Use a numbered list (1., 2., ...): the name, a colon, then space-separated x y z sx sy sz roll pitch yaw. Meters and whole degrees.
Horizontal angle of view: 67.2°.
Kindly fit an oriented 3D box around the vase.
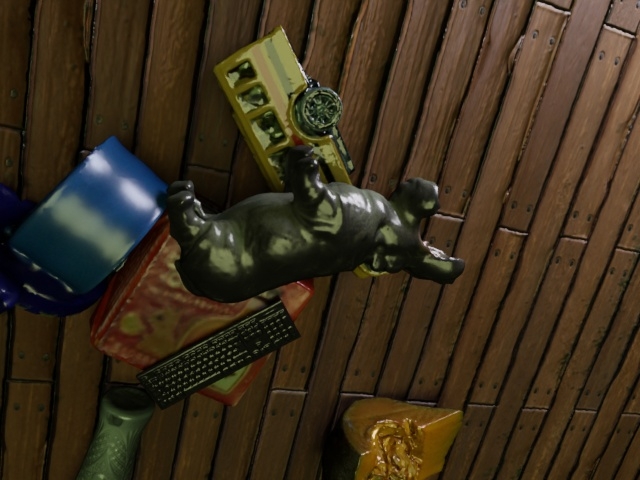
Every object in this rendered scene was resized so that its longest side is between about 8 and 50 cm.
1. vase: -0.309 0.325 0.700 0.096 0.096 0.219 18 100 -19

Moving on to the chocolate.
1. chocolate: -0.154 0.083 0.651 0.237 0.108 0.235 33 96 -20

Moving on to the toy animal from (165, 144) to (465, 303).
1. toy animal: 0.005 -0.016 0.538 0.343 0.106 0.168 -3 111 -10

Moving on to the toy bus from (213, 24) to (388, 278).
1. toy bus: -0.011 -0.094 0.623 0.123 0.121 0.336 -26 113 1

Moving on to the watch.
1. watch: -0.274 -0.019 0.543 0.200 0.196 0.171 -40 123 9

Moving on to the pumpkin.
1. pumpkin: 0.107 0.337 0.803 0.248 0.126 0.131 0 101 -34

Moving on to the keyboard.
1. keyboard: -0.128 0.146 0.615 0.202 0.011 0.067 -27 113 -5
